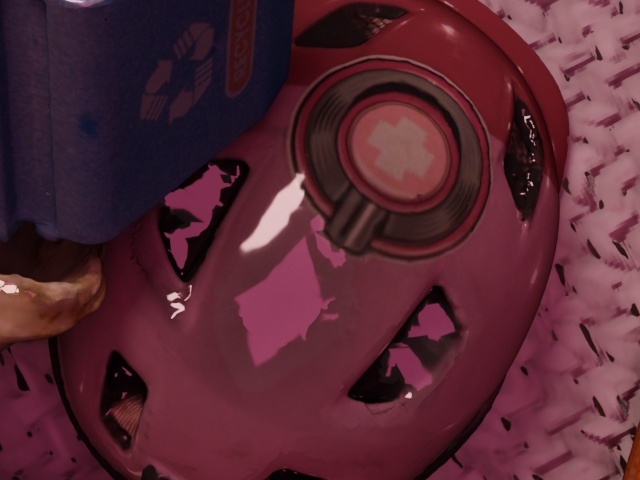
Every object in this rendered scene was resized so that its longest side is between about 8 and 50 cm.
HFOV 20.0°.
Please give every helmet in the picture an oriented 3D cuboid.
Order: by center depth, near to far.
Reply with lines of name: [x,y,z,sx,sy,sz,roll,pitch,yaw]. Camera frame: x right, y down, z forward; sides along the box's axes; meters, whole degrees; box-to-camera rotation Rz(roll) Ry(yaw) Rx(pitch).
helmet: [0.000,0.000,0.726,0.198,0.154,0.253,34,89,-3]

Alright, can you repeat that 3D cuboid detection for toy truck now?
toy truck: [-0.190,-0.120,0.639,0.367,0.146,0.175,10,47,5]

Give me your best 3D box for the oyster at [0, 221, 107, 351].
oyster: [-0.246,0.012,0.701,0.341,0.166,0.110,-2,112,1]

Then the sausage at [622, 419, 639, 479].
sausage: [0.187,0.032,0.781,0.071,0.071,0.234,18,87,-5]
